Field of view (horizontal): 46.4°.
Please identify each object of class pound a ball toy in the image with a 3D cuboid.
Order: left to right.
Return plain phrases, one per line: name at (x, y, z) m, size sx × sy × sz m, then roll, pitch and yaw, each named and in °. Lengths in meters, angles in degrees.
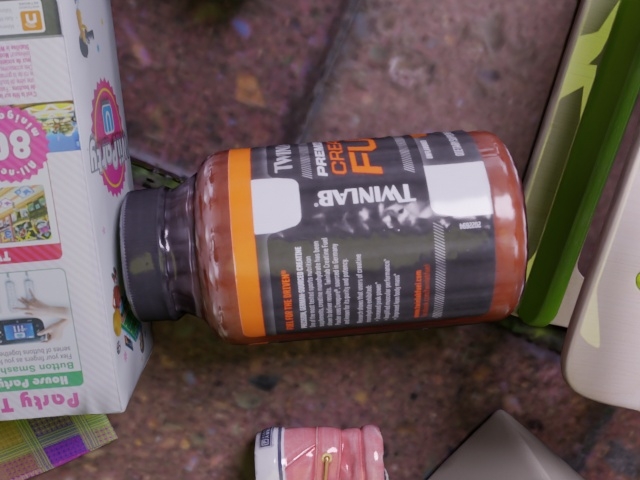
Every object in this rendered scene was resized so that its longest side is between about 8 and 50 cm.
pound a ball toy at (0.199, -0.023, 0.351) m, size 0.136 × 0.208 × 0.319 m, roll 12°, pitch 103°, yaw -7°

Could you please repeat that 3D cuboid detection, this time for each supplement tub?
supplement tub at (0.000, 0.000, 0.395) m, size 0.198 × 0.106 × 0.106 m, roll -5°, pitch 106°, yaw -3°

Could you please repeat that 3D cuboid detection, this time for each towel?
towel at (-0.175, 0.114, 0.463) m, size 0.083 × 0.009 × 0.060 m, roll -22°, pitch 105°, yaw 1°

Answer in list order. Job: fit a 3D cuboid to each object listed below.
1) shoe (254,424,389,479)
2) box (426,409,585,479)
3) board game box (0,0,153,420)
shoe at (0.009, 0.200, 0.471) m, size 0.081 × 0.063 × 0.178 m, roll -5°, pitch 101°, yaw 2°
box at (0.126, 0.209, 0.373) m, size 0.094 × 0.275 × 0.113 m, roll 40°, pitch 100°, yaw -13°
board game box at (-0.217, -0.060, 0.368) m, size 0.224 × 0.097 × 0.303 m, roll -4°, pitch 104°, yaw -2°
